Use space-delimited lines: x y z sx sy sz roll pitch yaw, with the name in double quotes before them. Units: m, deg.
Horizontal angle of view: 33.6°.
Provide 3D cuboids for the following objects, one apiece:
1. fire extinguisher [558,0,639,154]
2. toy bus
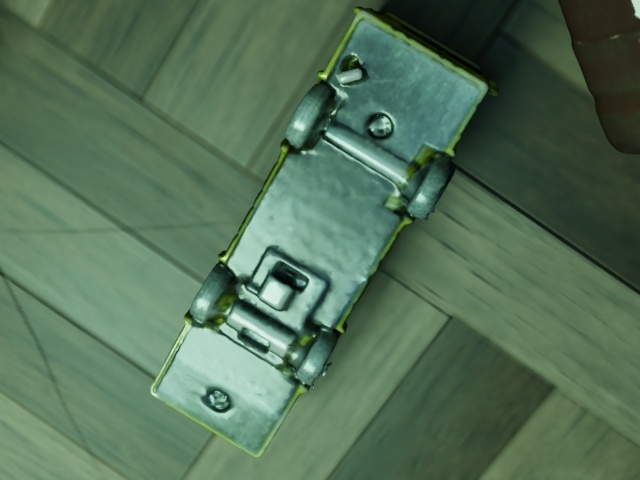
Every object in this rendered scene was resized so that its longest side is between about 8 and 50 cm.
"fire extinguisher" 0.124 -0.217 0.429 0.138 0.102 0.344 -25 101 -16
"toy bus" 0.000 0.000 0.524 0.081 0.074 0.226 30 110 3
